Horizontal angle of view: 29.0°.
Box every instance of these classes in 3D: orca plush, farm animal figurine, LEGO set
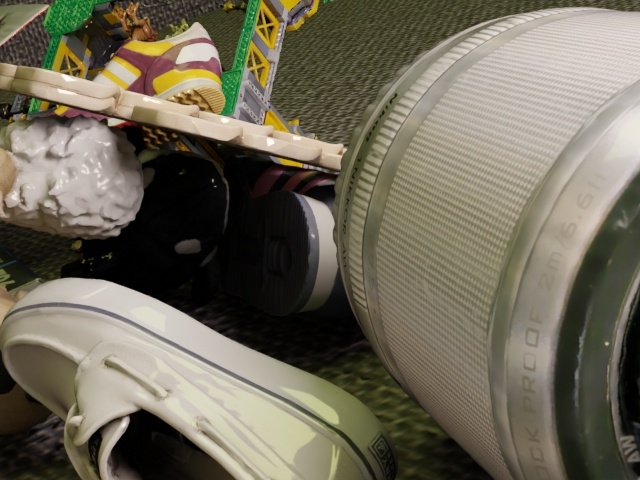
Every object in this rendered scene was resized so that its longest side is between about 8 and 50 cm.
[{"bbox_3d":[-0.175,-0.007,0.991,0.102,0.151,0.287,-26,18,-29],"label":"orca plush"},{"bbox_3d":[-0.302,0.054,0.792,0.327,0.330,0.172,13,4,-4],"label":"farm animal figurine"},{"bbox_3d":[-0.120,-0.128,1.197,0.331,0.192,0.255,-14,53,22],"label":"LEGO set"}]

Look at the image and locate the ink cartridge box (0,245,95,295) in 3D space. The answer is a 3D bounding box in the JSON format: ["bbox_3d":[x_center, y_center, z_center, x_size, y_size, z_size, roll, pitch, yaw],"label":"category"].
[{"bbox_3d":[-0.328,0.078,1.013,0.333,0.065,0.165,-22,18,-21],"label":"ink cartridge box"}]

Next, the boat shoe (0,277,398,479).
[{"bbox_3d":[-0.090,0.098,0.656,0.267,0.096,0.088,21,43,30],"label":"boat shoe"}]

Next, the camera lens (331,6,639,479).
[{"bbox_3d":[0.138,0.012,0.540,0.219,0.219,0.274,-19,18,-11],"label":"camera lens"}]

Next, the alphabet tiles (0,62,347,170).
[{"bbox_3d":[-0.084,-0.082,0.874,0.284,0.021,0.278,12,3,-30],"label":"alphabet tiles"}]

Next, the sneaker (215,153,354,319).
[{"bbox_3d":[0.000,0.000,0.943,0.131,0.112,0.319,3,11,-17],"label":"sneaker"}]

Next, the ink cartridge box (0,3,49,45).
[{"bbox_3d":[-0.420,-0.082,1.281,0.385,0.091,0.308,-48,24,-10],"label":"ink cartridge box"}]

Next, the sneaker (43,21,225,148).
[{"bbox_3d":[-0.168,-0.120,1.045,0.185,0.069,0.084,-17,61,13],"label":"sneaker"}]
